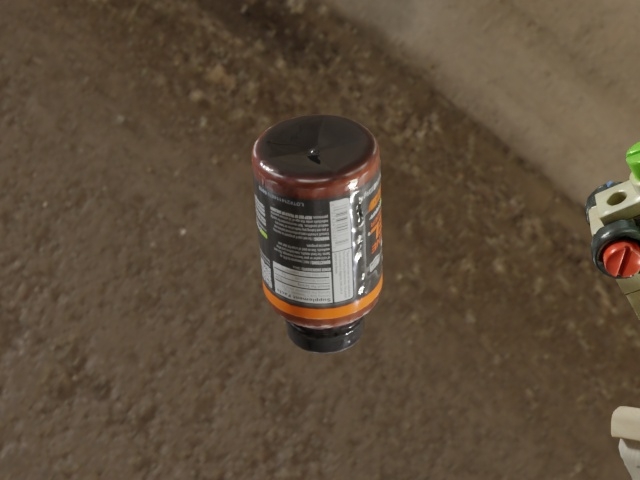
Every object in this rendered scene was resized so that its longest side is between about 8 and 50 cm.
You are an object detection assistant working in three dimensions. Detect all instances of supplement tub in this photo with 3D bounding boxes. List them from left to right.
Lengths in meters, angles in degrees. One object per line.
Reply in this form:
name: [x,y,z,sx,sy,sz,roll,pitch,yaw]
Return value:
supplement tub: [0.000,0.000,1.083,0.106,0.198,0.106,-2,38,2]

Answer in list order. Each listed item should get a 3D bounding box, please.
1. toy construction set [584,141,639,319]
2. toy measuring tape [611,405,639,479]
toy construction set: [0.336,-0.003,1.020,0.328,0.215,0.151,61,21,-15]
toy measuring tape: [0.315,0.227,0.927,0.330,0.121,0.121,60,35,-18]
